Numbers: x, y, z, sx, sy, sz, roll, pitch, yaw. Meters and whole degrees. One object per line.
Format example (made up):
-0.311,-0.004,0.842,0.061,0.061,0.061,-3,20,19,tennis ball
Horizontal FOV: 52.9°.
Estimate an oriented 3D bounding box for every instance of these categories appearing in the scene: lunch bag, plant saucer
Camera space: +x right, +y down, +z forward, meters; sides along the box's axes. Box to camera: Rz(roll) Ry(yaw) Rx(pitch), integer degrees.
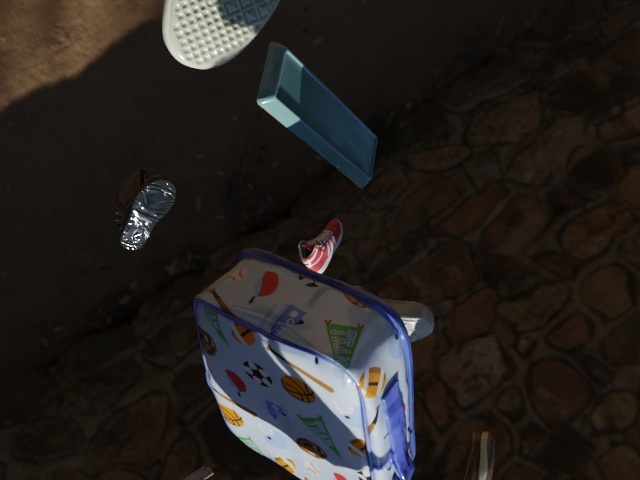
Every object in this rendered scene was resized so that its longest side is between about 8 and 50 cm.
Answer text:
-0.005,0.164,0.707,0.115,0.243,0.303,-49,143,-35,lunch bag
0.006,-0.121,0.652,0.192,0.018,0.067,32,62,-49,plant saucer

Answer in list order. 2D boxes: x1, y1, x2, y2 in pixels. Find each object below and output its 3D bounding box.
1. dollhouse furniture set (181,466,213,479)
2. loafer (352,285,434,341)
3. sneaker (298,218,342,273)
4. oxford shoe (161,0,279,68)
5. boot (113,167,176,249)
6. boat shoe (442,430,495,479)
-0.142,0.522,0.911,0.152,0.374,0.201,-32,163,-12,dollhouse furniture set
0.072,0.135,1.235,0.112,0.319,0.111,53,47,-39,loafer
0.000,0.000,1.209,0.067,0.042,0.118,46,60,-46,sneaker
-0.120,-0.466,0.933,0.169,0.130,0.449,15,96,-41,oxford shoe
-0.227,-0.057,0.822,0.045,0.099,0.121,19,121,-31,boot
0.223,0.431,1.064,0.095,0.095,0.257,-27,127,-71,boat shoe
